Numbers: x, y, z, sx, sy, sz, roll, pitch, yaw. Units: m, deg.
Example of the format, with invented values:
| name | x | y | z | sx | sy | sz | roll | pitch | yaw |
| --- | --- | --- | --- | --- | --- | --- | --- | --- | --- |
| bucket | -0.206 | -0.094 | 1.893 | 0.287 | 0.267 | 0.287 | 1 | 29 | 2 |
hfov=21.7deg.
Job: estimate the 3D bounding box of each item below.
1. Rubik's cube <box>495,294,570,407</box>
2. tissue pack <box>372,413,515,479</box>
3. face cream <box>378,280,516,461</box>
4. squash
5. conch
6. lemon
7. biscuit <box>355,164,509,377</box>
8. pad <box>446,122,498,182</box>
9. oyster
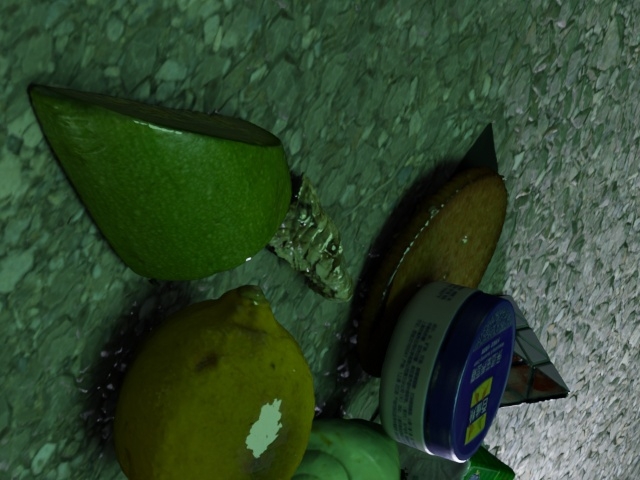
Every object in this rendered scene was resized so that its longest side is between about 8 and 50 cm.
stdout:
| name | x | y | z | sx | sy | sz | roll | pitch | yaw |
| --- | --- | --- | --- | --- | --- | --- | --- | --- | --- |
| Rubik's cube | 0.270 | 0.144 | 2.333 | 0.178 | 0.190 | 0.211 | -61 | 166 | -47 |
| tissue pack | 0.164 | 0.286 | 2.237 | 0.156 | 0.148 | 0.209 | -58 | 154 | 1 |
| face cream | 0.150 | 0.155 | 2.011 | 0.206 | 0.111 | 0.206 | -43 | 141 | -50 |
| squash | -0.107 | -0.088 | 1.418 | 0.203 | 0.111 | 0.288 | -53 | 152 | -23 |
| conch | 0.029 | 0.273 | 1.969 | 0.250 | 0.143 | 0.137 | -2 | 71 | -56 |
| lemon | -0.102 | 0.160 | 1.580 | 0.188 | 0.188 | 0.256 | -14 | 129 | -58 |
| biscuit | 0.137 | 0.038 | 2.071 | 0.305 | 0.038 | 0.305 | -44 | 152 | -30 |
| pad | 0.169 | -0.048 | 2.097 | 0.193 | 0.004 | 0.116 | -53 | 154 | -22 |
| oyster | -0.003 | -0.002 | 1.749 | 0.106 | 0.061 | 0.200 | -63 | 155 | -1 |
